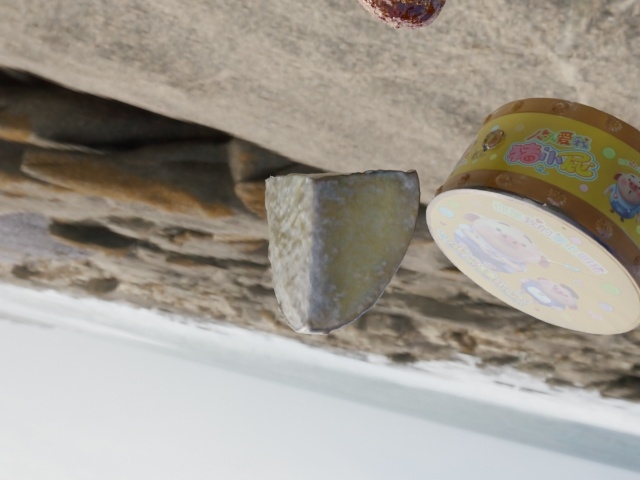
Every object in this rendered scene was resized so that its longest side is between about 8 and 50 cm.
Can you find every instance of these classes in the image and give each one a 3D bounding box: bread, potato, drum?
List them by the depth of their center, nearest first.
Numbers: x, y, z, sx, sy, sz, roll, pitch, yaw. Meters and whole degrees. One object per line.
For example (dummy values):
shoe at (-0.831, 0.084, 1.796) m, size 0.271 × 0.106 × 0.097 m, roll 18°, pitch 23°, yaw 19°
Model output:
potato at (0.029, 0.013, 1.297) m, size 0.189 × 0.265 × 0.211 m, roll 4°, pitch 176°, yaw -27°
bread at (0.112, -0.441, 1.325) m, size 0.269 × 0.139 × 0.095 m, roll 35°, pitch -174°, yaw -45°
drum at (0.418, -0.033, 1.439) m, size 0.431 × 0.214 × 0.431 m, roll 30°, pitch 160°, yaw 12°
